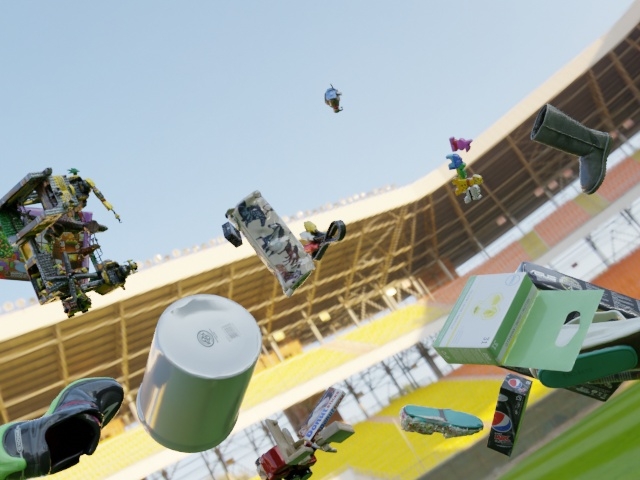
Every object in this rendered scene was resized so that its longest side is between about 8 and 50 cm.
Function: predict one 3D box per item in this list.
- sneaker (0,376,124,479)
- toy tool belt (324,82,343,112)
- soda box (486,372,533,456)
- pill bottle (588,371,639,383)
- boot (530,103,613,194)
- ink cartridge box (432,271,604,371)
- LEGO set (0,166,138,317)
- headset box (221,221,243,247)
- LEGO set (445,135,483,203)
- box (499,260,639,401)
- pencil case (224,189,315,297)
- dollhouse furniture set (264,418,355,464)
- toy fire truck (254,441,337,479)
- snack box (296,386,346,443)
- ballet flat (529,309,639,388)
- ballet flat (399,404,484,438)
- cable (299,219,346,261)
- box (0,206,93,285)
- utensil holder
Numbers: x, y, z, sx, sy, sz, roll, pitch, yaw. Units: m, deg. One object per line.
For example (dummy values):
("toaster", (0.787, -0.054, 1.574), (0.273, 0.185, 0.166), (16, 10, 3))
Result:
("sneaker", (-0.636, 0.496, 1.670), (0.203, 0.185, 0.483), (0, 10, 13))
("toy tool belt", (0.036, -0.400, 1.807), (0.052, 0.083, 0.051), (-11, -44, -2))
("soda box", (0.389, 0.360, 1.330), (0.060, 0.053, 0.168), (-36, -43, -50))
("pill bottle", (0.724, 0.287, 1.602), (0.246, 0.130, 0.130), (-12, -14, 23))
("boot", (0.646, -0.236, 1.679), (0.209, 0.189, 0.076), (18, -10, -18))
("ink cartridge box", (0.318, 0.128, 1.055), (0.235, 0.056, 0.171), (-11, 36, 52))
("LEGO set", (-0.517, -0.021, 1.371), (0.192, 0.331, 0.255), (-27, -13, 35))
("headset box", (-0.300, -0.017, 2.213), (0.032, 0.062, 0.083), (-29, -40, 10))
("LEGO set", (0.469, -0.216, 2.042), (0.093, 0.227, 0.087), (-5, 24, 36))
("box", (0.660, 0.254, 1.737), (0.097, 0.395, 0.318), (-72, 0, -51))
("pencil case", (-0.187, 0.014, 2.448), (0.184, 0.410, 0.160), (-35, -4, -35))
("dollhouse furniture set", (-0.025, 0.473, 1.633), (0.151, 0.123, 0.144), (-38, -29, 6))
("toy fire truck", (-0.077, 0.757, 2.252), (0.217, 0.158, 0.246), (2, -51, -44))
("snack box", (0.003, 0.510, 1.887), (0.064, 0.022, 0.178), (0, 45, 50))
("ballet flat", (0.573, 0.169, 1.149), (0.401, 0.139, 0.139), (-12, -16, 19))
("ballet flat", (0.334, 0.515, 1.811), (0.241, 0.091, 0.077), (12, -67, -3))
("cable", (0.000, 0.000, 2.102), (0.072, 0.139, 0.287), (1, -1, -19))
("box", (-0.769, 0.010, 1.729), (0.294, 0.200, 0.057), (4, 1, 2))
("utensil holder", (-0.367, 0.397, 1.935), (0.328, 0.327, 0.385), (-16, -36, -36))
